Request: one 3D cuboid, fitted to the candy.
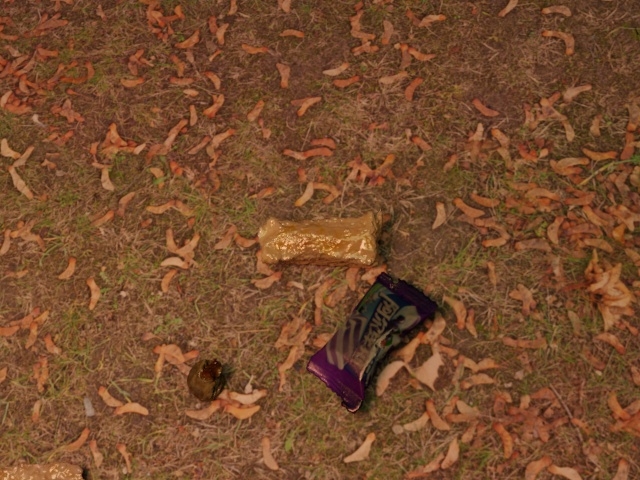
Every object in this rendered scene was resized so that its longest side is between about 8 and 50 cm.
[{"bbox_3d":[0.097,0.191,1.534,0.145,0.070,0.275,34,78,28],"label":"candy"}]

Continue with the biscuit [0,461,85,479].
[{"bbox_3d":[-0.520,0.509,1.501,0.265,0.040,0.188,36,77,18],"label":"biscuit"}]

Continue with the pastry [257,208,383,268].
[{"bbox_3d":[0.002,0.005,1.610,0.259,0.089,0.121,-4,63,8],"label":"pastry"}]

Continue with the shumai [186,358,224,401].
[{"bbox_3d":[-0.230,0.268,1.538,0.082,0.080,0.083,1,70,10],"label":"shumai"}]
